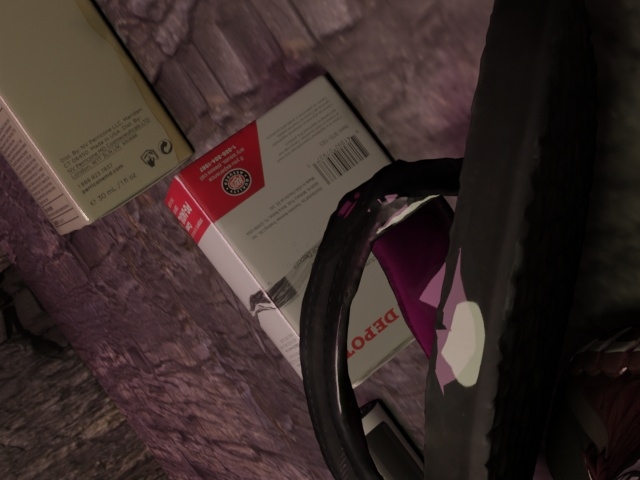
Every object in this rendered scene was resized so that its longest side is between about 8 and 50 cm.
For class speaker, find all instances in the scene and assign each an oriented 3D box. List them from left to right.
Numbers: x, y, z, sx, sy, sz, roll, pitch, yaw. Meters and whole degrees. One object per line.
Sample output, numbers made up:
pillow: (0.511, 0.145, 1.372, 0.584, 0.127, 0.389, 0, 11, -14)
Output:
speaker: (0.065, 0.202, 0.881, 0.136, 0.055, 0.055, 54, 160, 0)

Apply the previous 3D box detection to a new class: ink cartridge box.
ink cartridge box: (0.000, 0.000, 0.611, 0.150, 0.109, 0.063, 53, 159, 1)

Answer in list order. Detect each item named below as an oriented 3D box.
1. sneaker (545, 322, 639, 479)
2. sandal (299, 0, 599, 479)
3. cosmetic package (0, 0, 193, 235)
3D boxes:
sneaker: (0.125, 0.111, 0.442, 0.106, 0.162, 0.281, 50, 160, 8)
sandal: (0.051, 0.074, 0.495, 0.107, 0.168, 0.446, 13, 144, 14)
cosmetic package: (-0.254, -0.162, 0.901, 0.309, 0.113, 0.160, 58, 159, -11)
